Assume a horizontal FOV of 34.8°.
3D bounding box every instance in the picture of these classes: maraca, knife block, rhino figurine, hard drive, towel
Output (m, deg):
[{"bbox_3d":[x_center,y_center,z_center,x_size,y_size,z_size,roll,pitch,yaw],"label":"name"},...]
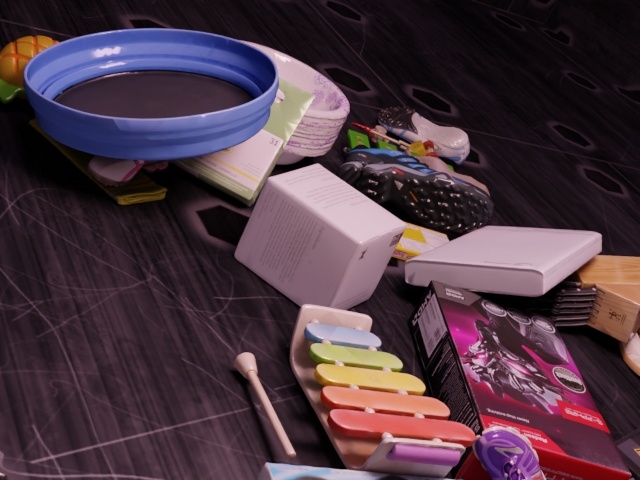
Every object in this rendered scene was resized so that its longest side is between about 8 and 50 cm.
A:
[{"bbox_3d":[-0.491,-0.280,1.695,0.127,0.099,0.185,39,49,26],"label":"maraca"},{"bbox_3d":[0.492,0.077,1.885,0.242,0.088,0.275,28,36,26],"label":"knife block"},{"bbox_3d":[0.225,-0.109,2.027,0.243,0.106,0.073,30,25,6],"label":"rhino figurine"},{"bbox_3d":[0.323,0.028,1.755,0.233,0.047,0.353,4,12,29],"label":"hard drive"},{"bbox_3d":[-0.355,-0.133,1.630,0.237,0.021,0.102,39,28,24],"label":"towel"}]

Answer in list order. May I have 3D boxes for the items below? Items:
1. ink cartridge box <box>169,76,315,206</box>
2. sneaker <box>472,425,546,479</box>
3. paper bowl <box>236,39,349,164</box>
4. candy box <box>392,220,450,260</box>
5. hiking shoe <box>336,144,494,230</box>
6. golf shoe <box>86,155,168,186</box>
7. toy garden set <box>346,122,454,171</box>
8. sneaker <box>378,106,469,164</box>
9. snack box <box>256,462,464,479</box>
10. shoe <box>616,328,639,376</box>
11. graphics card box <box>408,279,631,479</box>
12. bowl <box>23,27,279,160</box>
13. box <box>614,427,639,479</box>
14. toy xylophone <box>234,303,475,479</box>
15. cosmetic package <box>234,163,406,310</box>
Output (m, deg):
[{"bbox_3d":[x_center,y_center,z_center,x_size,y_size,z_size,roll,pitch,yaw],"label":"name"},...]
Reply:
[{"bbox_3d":[-0.135,-0.198,1.743,0.171,0.235,0.056,28,-13,5],"label":"ink cartridge box"},{"bbox_3d":[0.253,0.303,1.264,0.170,0.068,0.071,53,12,-6],"label":"sneaker"},{"bbox_3d":[-0.098,-0.251,1.943,0.284,0.148,0.284,21,26,-11],"label":"paper bowl"},{"bbox_3d":[0.152,0.001,1.846,0.205,0.027,0.105,16,32,-22],"label":"candy box"},{"bbox_3d":[0.185,-0.115,1.934,0.304,0.113,0.132,17,39,-1],"label":"hiking shoe"},{"bbox_3d":[-0.292,-0.141,1.586,0.067,0.086,0.186,35,31,12],"label":"golf shoe"},{"bbox_3d":[0.161,-0.173,2.160,0.244,0.049,0.204,18,29,-15],"label":"toy garden set"},{"bbox_3d":[0.230,-0.237,2.325,0.237,0.086,0.085,27,52,27],"label":"sneaker"},{"bbox_3d":[0.096,0.341,1.125,0.321,0.060,0.187,12,29,-29],"label":"snack box"},{"bbox_3d":[0.587,0.189,1.867,0.076,0.058,0.219,18,27,-19],"label":"shoe"},{"bbox_3d":[0.275,0.219,1.485,0.232,0.094,0.371,18,26,-16],"label":"graphics card box"},{"bbox_3d":[-0.259,-0.234,1.601,0.391,0.077,0.391,2,30,-1],"label":"bowl"},{"bbox_3d":[0.570,0.385,1.479,0.293,0.073,0.295,-8,43,-49],"label":"box"},{"bbox_3d":[0.035,0.196,1.290,0.236,0.081,0.323,8,25,-35],"label":"toy xylophone"},{"bbox_3d":[0.000,0.000,1.564,0.183,0.151,0.151,36,28,20],"label":"cosmetic package"}]
